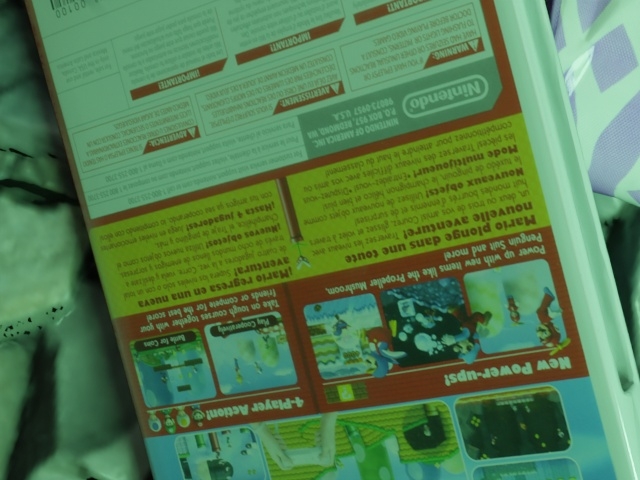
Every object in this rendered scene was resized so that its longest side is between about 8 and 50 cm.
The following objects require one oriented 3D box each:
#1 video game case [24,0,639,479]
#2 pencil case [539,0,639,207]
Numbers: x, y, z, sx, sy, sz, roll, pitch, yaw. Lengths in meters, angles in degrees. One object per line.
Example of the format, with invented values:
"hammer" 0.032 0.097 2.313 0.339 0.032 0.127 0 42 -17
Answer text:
"video game case" 0.000 0.000 0.491 0.204 0.025 0.285 -13 93 35
"pencil case" 0.167 -0.039 0.479 0.206 0.088 0.086 18 107 4
